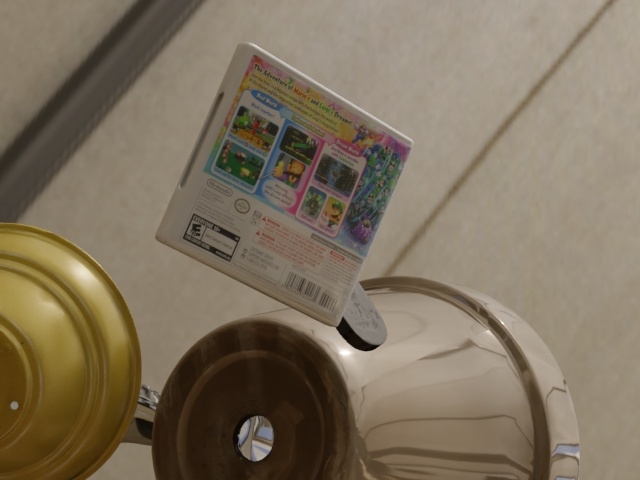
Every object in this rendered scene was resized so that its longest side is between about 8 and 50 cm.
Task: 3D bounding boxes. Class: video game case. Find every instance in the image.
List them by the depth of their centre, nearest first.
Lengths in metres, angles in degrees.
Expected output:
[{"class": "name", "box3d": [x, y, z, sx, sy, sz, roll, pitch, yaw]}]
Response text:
[{"class": "video game case", "box3d": [-0.021, -0.035, 1.197, 0.157, 0.143, 0.019, 28, -9, -35]}]

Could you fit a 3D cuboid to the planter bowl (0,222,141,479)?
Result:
[{"class": "planter bowl", "box3d": [-0.250, 0.098, 1.330, 0.217, 0.090, 0.217, 1, -85, 11]}]

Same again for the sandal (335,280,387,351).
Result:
[{"class": "sandal", "box3d": [0.000, 0.000, 1.314, 0.040, 0.067, 0.179, -45, -109, 28]}]

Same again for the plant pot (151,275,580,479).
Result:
[{"class": "plant pot", "box3d": [0.017, 0.172, 1.483, 0.323, 0.323, 0.280, -18, -19, 27]}]

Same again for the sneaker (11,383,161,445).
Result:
[{"class": "sneaker", "box3d": [-0.250, 0.165, 1.644, 0.271, 0.100, 0.108, 11, -86, -10]}]
